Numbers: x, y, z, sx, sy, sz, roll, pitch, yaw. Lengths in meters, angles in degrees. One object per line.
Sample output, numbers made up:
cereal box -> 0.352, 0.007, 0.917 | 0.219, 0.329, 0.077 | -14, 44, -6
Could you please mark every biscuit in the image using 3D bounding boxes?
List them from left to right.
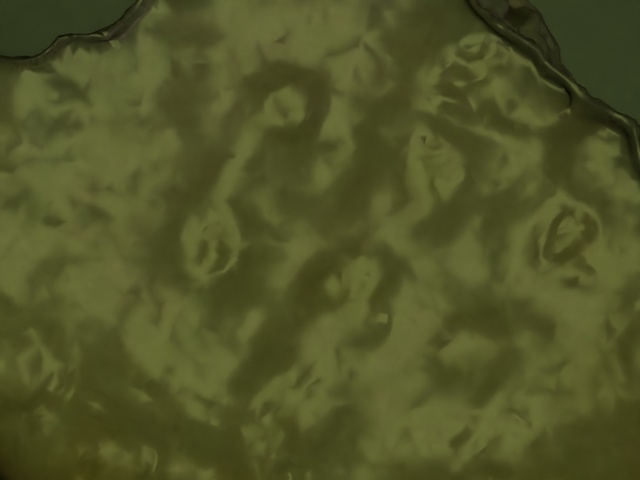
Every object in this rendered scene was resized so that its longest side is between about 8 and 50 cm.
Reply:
biscuit -> 0.000, 0.000, 0.460 | 0.265, 0.040, 0.188 | 11, 91, -1
